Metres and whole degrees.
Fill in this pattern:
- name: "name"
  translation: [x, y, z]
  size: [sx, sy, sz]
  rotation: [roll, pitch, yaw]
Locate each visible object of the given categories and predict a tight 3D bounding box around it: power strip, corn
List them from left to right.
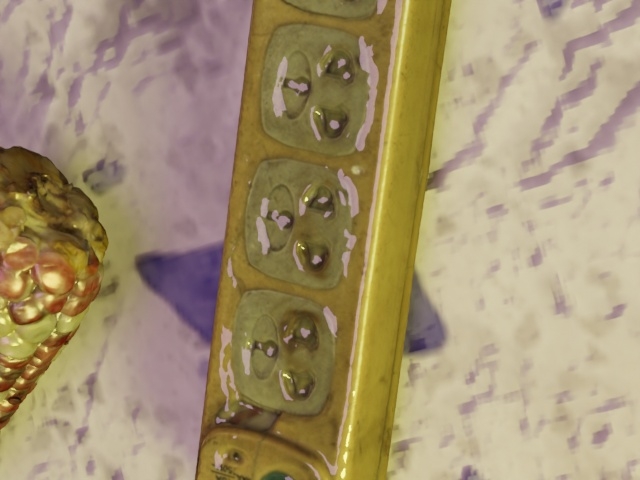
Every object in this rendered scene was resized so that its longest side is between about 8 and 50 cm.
- name: "corn"
  translation: [-0.160, 0.064, 0.729]
  size: [0.079, 0.079, 0.237]
  rotation: [47, 118, 18]
- name: "power strip"
  translation: [0.000, 0.000, 0.644]
  size: [0.064, 0.044, 0.305]
  rotation: [14, 103, 28]
